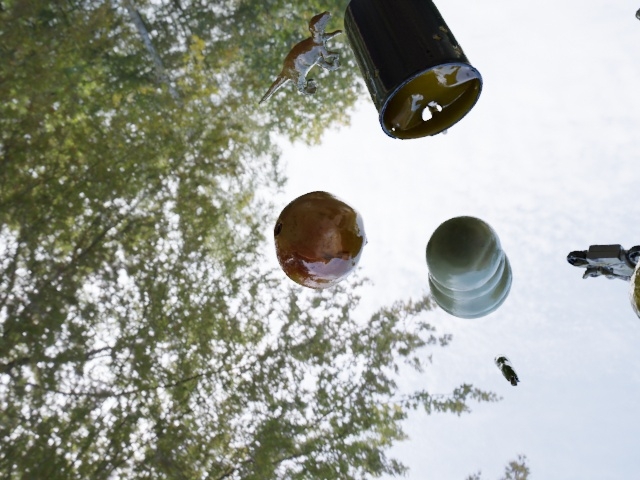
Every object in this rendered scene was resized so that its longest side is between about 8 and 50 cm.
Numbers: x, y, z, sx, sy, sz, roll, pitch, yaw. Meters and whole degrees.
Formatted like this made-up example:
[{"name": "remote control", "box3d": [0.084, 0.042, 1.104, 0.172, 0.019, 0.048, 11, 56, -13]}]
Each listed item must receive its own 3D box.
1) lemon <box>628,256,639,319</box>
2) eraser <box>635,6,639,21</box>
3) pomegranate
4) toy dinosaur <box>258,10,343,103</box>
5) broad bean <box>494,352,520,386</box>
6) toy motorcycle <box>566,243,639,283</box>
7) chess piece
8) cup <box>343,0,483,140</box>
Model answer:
[{"name": "lemon", "box3d": [0.678, 0.083, 0.930, 0.192, 0.192, 0.231, 28, -92, 34]}, {"name": "eraser", "box3d": [0.568, -0.262, 0.675, 0.098, 0.096, 0.403, 16, -142, -11]}, {"name": "pomegranate", "box3d": [-0.006, -0.002, 1.083, 0.209, 0.209, 0.209, -8, -132, 9]}, {"name": "toy dinosaur", "box3d": [-0.039, -0.246, 0.708, 0.162, 0.126, 0.039, -18, -109, 14]}, {"name": "broad bean", "box3d": [0.513, 0.348, 1.421, 0.043, 0.297, 0.060, -32, -100, 10]}, {"name": "toy motorcycle", "box3d": [0.720, 0.059, 1.221, 0.225, 0.152, 0.073, -15, -132, 62]}, {"name": "chess piece", "box3d": [0.277, 0.047, 0.979, 0.183, 0.330, 0.182, -5, -106, 18]}, {"name": "cup", "box3d": [0.152, -0.309, 0.939, 0.179, 0.255, 0.256, -13, -119, -6]}]
